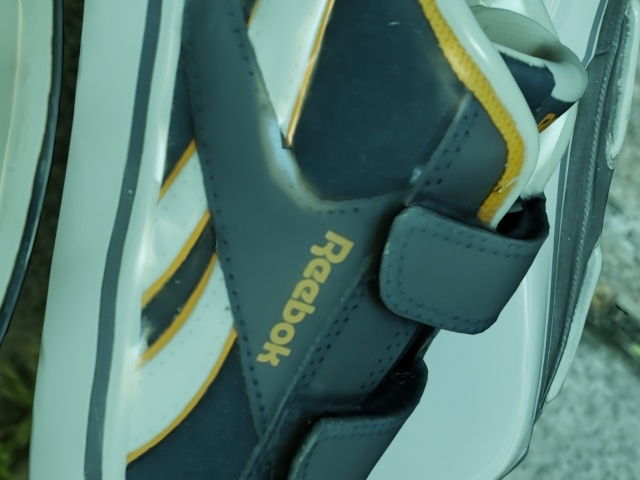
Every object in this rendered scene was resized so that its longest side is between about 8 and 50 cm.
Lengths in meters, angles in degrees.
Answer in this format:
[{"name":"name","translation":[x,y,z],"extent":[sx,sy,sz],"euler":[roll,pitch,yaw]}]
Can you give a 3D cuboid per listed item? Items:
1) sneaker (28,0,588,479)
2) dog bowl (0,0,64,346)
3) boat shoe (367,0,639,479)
[{"name":"sneaker","translation":[0.000,0.000,0.467],"extent":[0.127,0.126,0.321],"euler":[10,106,9]},{"name":"dog bowl","translation":[-0.275,-0.054,0.394],"extent":[0.408,0.150,0.408],"euler":[2,85,-29]},{"name":"boat shoe","translation":[0.056,-0.066,0.561],"extent":[0.108,0.102,0.301],"euler":[5,97,22]}]
